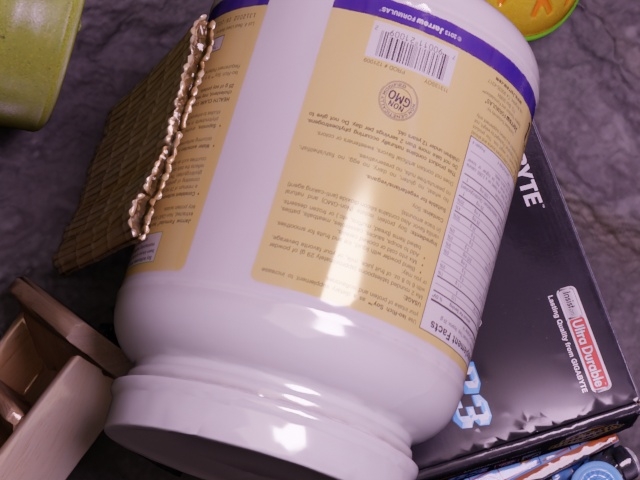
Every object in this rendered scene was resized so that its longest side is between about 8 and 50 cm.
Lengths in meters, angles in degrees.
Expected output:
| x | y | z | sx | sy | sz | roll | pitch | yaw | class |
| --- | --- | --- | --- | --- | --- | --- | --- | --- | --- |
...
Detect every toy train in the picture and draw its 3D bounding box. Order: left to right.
| x | y | z | sx | sy | sz | roll | pitch | yaw | class |
| --- | --- | --- | --- | --- | --- | --- | --- | --- | --- |
| 0.154 | 0.190 | 1.262 | 0.184 | 0.080 | 0.105 | -26 | 75 | -6 | toy train |

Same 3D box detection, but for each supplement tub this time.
| x | y | z | sx | sy | sz | roll | pitch | yaw | class |
| --- | --- | --- | --- | --- | --- | --- | --- | --- | --- |
| 0.000 | 0.000 | 1.098 | 0.241 | 0.241 | 0.331 | 17 | 74 | -1 | supplement tub |

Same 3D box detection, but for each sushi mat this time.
| x | y | z | sx | sy | sz | roll | pitch | yaw | class |
| --- | --- | --- | --- | --- | --- | --- | --- | --- | --- |
| -0.139 | -0.057 | 1.162 | 0.019 | 0.316 | 0.151 | 22 | 78 | -14 | sushi mat |

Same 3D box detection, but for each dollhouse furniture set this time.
| x | y | z | sx | sy | sz | roll | pitch | yaw | class |
| --- | --- | --- | --- | --- | --- | --- | --- | --- | --- |
| -0.363 | 0.066 | 1.113 | 0.394 | 0.362 | 0.256 | 40 | 82 | -26 | dollhouse furniture set |

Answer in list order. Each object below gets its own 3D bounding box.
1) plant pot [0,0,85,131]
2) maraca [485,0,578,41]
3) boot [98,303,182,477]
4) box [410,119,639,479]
| x | y | z | sx | sy | sz | roll | pitch | yaw | class |
| --- | --- | --- | --- | --- | --- | --- | --- | --- | --- |
| -0.344 | -0.230 | 1.179 | 0.353 | 0.366 | 0.366 | 14 | 80 | -14 | plant pot |
| 0.169 | -0.232 | 1.317 | 0.186 | 0.099 | 0.127 | -31 | 100 | -30 | maraca |
| -0.133 | 0.114 | 1.270 | 0.121 | 0.045 | 0.099 | 35 | 79 | 4 | boot |
| 0.057 | 0.044 | 1.246 | 0.293 | 0.073 | 0.295 | -16 | 71 | -1 | box |
